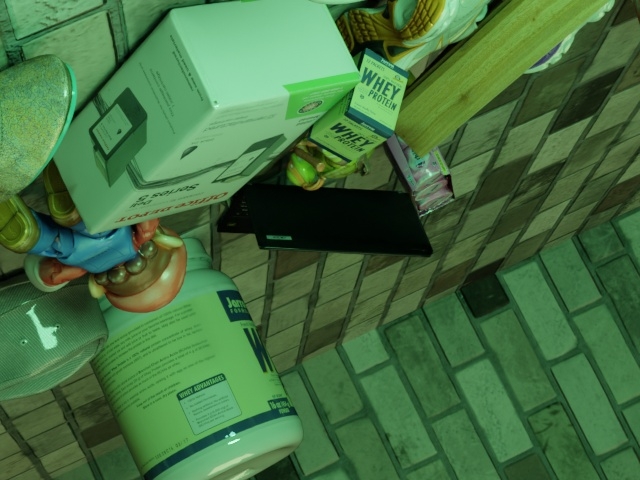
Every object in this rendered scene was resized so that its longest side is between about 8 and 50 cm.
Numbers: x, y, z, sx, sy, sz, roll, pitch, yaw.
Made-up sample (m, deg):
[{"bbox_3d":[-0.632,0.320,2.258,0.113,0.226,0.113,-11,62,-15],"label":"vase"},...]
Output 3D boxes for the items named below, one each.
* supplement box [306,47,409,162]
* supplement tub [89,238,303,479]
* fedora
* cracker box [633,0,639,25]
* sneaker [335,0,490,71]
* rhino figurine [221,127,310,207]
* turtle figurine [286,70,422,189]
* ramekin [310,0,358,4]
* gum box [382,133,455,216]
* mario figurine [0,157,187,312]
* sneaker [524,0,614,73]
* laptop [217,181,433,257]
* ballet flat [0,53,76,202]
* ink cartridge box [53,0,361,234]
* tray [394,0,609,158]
[{"bbox_3d":[0.039,-0.139,1.811,0.056,0.083,0.083,27,150,-22],"label":"supplement box"},{"bbox_3d":[-0.189,0.185,2.462,0.235,0.325,0.235,-25,168,-6],"label":"supplement tub"},{"bbox_3d":[-0.391,0.133,2.309,0.275,0.124,0.244,-22,166,-22],"label":"fedora"},{"bbox_3d":[0.489,-0.342,2.130,0.232,0.067,0.155,-27,137,3],"label":"cracker box"},{"bbox_3d":[0.109,-0.226,1.855,0.121,0.099,0.262,-14,172,-28],"label":"sneaker"},{"bbox_3d":[-0.080,-0.110,1.999,0.243,0.073,0.106,-43,162,21],"label":"rhino figurine"},{"bbox_3d":[0.042,-0.121,2.112,0.217,0.087,0.269,-32,-172,-8],"label":"turtle figurine"},{"bbox_3d":[0.052,-0.299,1.417,0.273,0.127,0.273,-25,168,-6],"label":"ramekin"},{"bbox_3d":[0.134,-0.109,2.423,0.062,0.107,0.188,-26,168,1],"label":"gum box"},{"bbox_3d":[-0.268,-0.025,2.019,0.198,0.170,0.320,7,167,21],"label":"mario figurine"},{"bbox_3d":[0.287,-0.278,2.188,0.071,0.068,0.170,7,139,-42],"label":"sneaker"},{"bbox_3d":[0.000,0.000,2.356,0.234,0.136,0.264,3,158,-14],"label":"laptop"},{"bbox_3d":[-0.336,-0.074,1.630,0.106,0.107,0.316,1,153,-37],"label":"ballet flat"},{"bbox_3d":[-0.122,-0.129,1.792,0.198,0.114,0.273,-16,164,-41],"label":"ink cartridge box"},{"bbox_3d":[0.237,-0.254,1.916,0.203,0.076,0.411,-47,-177,-34],"label":"tray"}]
